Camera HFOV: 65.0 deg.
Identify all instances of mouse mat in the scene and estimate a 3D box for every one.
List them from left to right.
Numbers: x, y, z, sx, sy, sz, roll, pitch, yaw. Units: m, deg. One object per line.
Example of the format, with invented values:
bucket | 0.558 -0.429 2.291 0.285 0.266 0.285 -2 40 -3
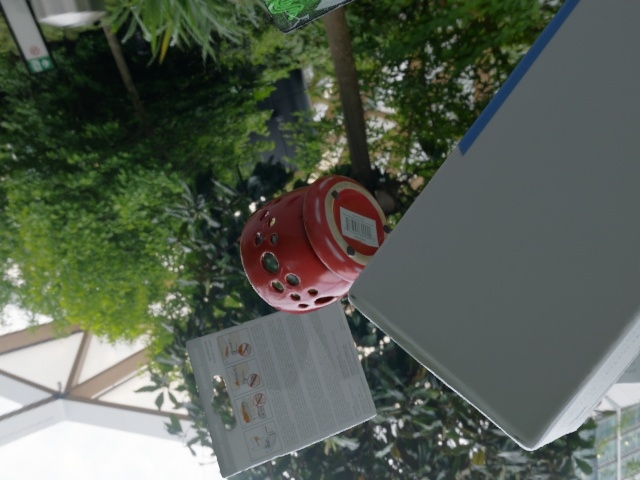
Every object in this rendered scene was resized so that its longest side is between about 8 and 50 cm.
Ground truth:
mouse mat | -0.024 -0.481 0.923 0.189 0.153 0.007 -19 -131 19

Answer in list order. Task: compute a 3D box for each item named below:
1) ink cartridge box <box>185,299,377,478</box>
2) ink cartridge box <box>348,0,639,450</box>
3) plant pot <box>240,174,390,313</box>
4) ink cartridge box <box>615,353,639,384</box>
ink cartridge box | -0.090 0.326 1.178 0.384 0.308 0.091 -15 171 -21
ink cartridge box | 0.242 0.025 0.479 0.166 0.395 0.286 39 -86 33
plant pot | 0.000 0.000 0.773 0.174 0.191 0.191 -30 -170 40
ink cartridge box | 0.383 0.045 0.885 0.279 0.385 0.160 -11 -174 30
